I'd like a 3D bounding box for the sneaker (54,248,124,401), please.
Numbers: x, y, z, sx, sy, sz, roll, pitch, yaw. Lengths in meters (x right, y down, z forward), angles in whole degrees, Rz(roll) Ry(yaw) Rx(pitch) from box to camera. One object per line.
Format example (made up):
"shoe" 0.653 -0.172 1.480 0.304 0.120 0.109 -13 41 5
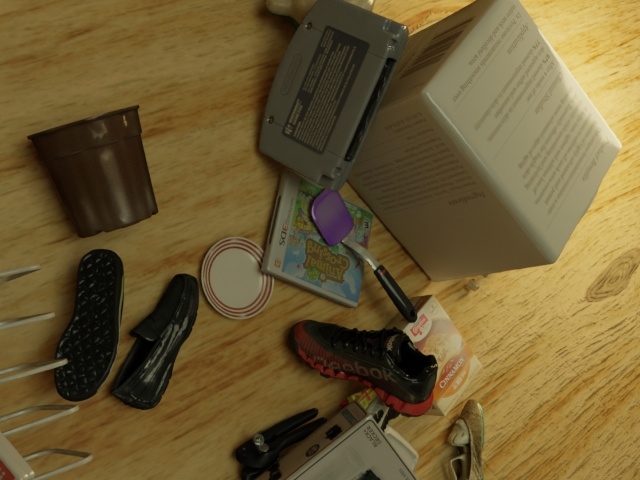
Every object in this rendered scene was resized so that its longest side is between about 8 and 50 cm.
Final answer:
"sneaker" -0.325 0.126 1.223 0.084 0.097 0.235 9 66 -2

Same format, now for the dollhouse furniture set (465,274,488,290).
"dollhouse furniture set" 0.335 0.043 1.763 0.081 0.091 0.114 40 24 22

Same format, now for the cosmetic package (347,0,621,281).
"cosmetic package" 0.279 -0.181 1.566 0.394 0.327 0.329 49 59 -17

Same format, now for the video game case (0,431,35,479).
"video game case" -0.465 0.291 0.968 0.204 0.285 0.025 44 21 14

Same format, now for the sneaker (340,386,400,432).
"sneaker" 0.085 0.294 1.501 0.208 0.094 0.082 -36 125 -56

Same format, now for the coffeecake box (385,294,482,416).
"coffeecake box" 0.207 0.220 1.604 0.142 0.068 0.185 -45 107 -31

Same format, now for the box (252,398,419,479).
"box" -0.001 0.415 1.343 0.290 0.087 0.169 -38 105 -7

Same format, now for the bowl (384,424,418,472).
"bowl" 0.115 0.408 1.516 0.142 0.053 0.142 45 61 -20

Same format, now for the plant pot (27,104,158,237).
"plant pot" -0.326 -0.100 1.238 0.167 0.167 0.165 -23 103 -36

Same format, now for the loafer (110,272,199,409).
"loafer" -0.253 0.148 1.287 0.078 0.076 0.223 33 68 -35

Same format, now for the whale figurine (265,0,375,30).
"whale figurine" -0.026 -0.480 1.544 0.272 0.141 0.216 40 72 4

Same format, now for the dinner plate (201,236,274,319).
"dinner plate" -0.142 0.064 1.417 0.141 0.017 0.141 6 79 -34

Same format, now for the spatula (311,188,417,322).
"spatula" 0.085 0.035 1.525 0.296 0.030 0.084 51 55 -6

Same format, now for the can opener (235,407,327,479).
"can opener" -0.067 0.333 1.409 0.186 0.073 0.059 -29 60 -38

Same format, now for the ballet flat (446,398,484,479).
"ballet flat" 0.282 0.413 1.626 0.067 0.073 0.206 5 75 -20

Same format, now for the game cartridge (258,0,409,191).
"game cartridge" 0.010 -0.258 1.425 0.062 0.198 0.297 6 112 -53

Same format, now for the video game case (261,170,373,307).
"video game case" 0.000 0.000 1.515 0.212 0.023 0.193 25 66 -33

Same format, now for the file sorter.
"file sorter" -0.434 0.181 1.086 0.173 0.192 0.278 -15 91 -38

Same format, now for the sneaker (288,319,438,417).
"sneaker" 0.080 0.192 1.426 0.276 0.135 0.098 26 41 7
